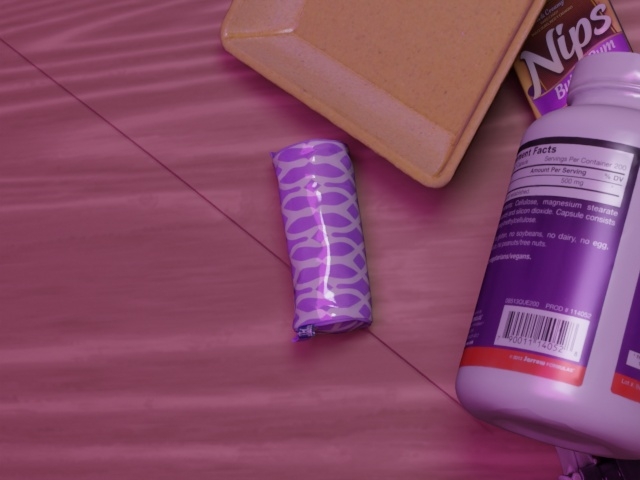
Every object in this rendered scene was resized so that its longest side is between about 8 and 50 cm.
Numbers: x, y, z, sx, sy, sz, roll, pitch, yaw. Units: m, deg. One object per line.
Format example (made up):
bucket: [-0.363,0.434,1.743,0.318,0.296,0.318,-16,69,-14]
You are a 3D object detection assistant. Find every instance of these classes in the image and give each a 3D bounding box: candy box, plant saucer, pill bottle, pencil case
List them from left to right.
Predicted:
pencil case: [0.000,0.000,1.336,0.088,0.086,0.206,-17,72,43]
plant saucer: [0.093,-0.265,1.301,0.333,0.081,0.333,37,107,32]
candy box: [0.250,-0.162,1.275,0.109,0.053,0.187,-26,71,17]
pill bottle: [0.238,0.012,1.126,0.181,0.181,0.323,12,77,23]

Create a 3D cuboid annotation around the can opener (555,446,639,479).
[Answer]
can opener: [0.232,0.139,1.233,0.093,0.074,0.280,-15,75,-16]
